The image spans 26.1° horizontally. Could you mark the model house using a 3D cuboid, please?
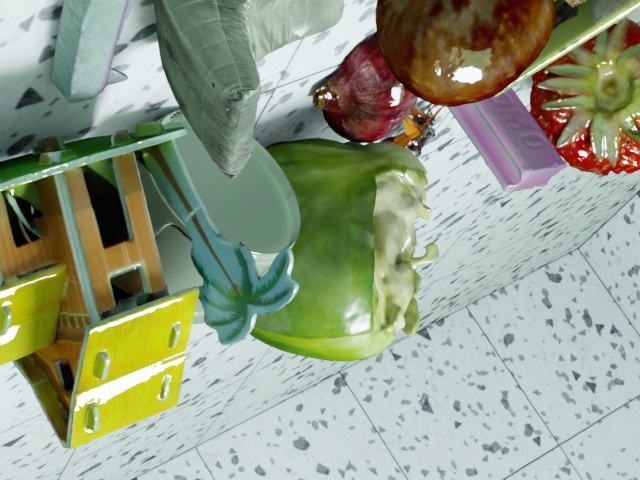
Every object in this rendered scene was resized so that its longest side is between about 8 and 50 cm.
[{"bbox_3d":[-0.231,0.061,1.419,0.340,0.324,0.300,0,-163,45],"label":"model house"}]

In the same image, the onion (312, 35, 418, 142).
[{"bbox_3d":[0.073,-0.196,1.896,0.151,0.098,0.206,-27,165,-28],"label":"onion"}]

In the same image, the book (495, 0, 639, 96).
[{"bbox_3d":[0.400,-0.339,1.972,0.352,0.035,0.239,-31,-164,24],"label":"book"}]

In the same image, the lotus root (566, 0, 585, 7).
[{"bbox_3d":[0.428,-0.427,1.831,0.303,0.131,0.146,-35,143,4],"label":"lotus root"}]

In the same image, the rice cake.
[{"bbox_3d":[-0.204,-0.221,1.312,0.081,0.051,0.290,-16,162,-24],"label":"rice cake"}]

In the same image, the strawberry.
[{"bbox_3d":[0.507,-0.223,2.385,0.292,0.292,0.343,-35,162,7],"label":"strawberry"}]

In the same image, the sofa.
[{"bbox_3d":[-0.046,-0.214,1.417,0.225,0.176,0.210,-28,165,-17],"label":"sofa"}]

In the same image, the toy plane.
[{"bbox_3d":[0.138,-0.158,2.240,0.135,0.062,0.188,-55,-178,-33],"label":"toy plane"}]

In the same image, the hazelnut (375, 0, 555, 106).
[{"bbox_3d":[0.169,-0.273,1.587,0.218,0.234,0.218,6,164,2],"label":"hazelnut"}]

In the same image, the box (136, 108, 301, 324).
[{"bbox_3d":[-0.155,-0.031,1.691,0.149,0.226,0.226,-42,163,32],"label":"box"}]

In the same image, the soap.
[{"bbox_3d":[0.296,-0.177,2.228,0.122,0.203,0.065,-13,154,-48],"label":"soap"}]

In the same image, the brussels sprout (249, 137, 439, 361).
[{"bbox_3d":[0.000,0.000,1.945,0.371,0.314,0.276,-51,147,-48],"label":"brussels sprout"}]
